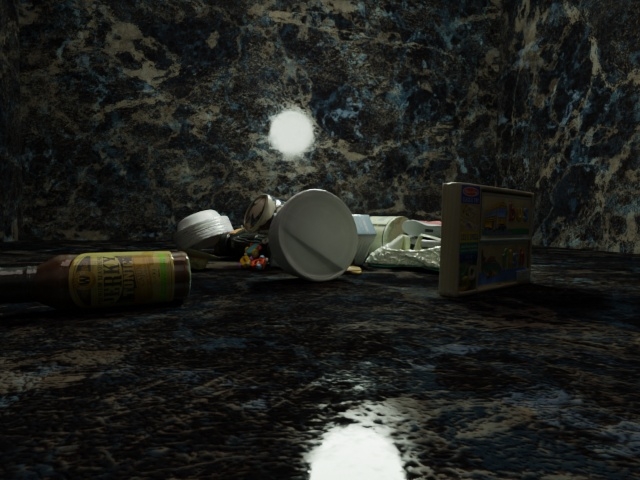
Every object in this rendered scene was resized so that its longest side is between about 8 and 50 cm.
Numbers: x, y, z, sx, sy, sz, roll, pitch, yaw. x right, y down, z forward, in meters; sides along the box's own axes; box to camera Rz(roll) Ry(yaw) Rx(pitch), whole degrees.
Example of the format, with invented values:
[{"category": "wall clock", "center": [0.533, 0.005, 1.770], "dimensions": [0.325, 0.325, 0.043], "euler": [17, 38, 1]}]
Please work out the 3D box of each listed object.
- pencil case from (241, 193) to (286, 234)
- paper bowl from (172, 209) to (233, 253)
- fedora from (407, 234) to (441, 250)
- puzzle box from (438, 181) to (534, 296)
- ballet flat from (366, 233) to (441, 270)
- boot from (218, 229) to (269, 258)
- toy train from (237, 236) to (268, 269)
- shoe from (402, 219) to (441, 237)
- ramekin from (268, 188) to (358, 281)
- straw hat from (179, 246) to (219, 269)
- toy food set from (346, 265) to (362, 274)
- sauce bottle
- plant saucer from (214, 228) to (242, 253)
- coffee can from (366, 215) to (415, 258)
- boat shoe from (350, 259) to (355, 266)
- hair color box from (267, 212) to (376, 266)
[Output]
[{"category": "pencil case", "center": [-0.121, -0.049, 1.649], "dimensions": [0.410, 0.183, 0.160], "euler": [22, 1, -39]}, {"category": "paper bowl", "center": [-0.585, -0.050, 1.994], "dimensions": [0.284, 0.148, 0.284], "euler": [-25, -2, -1]}, {"category": "fedora", "center": [0.471, 0.040, 1.628], "dimensions": [0.244, 0.124, 0.275], "euler": [-1, 10, -2]}, {"category": "puzzle box", "center": [0.455, -0.006, 1.077], "dimensions": [0.409, 0.272, 0.052], "euler": [-2, 4, -40]}, {"category": "ballet flat", "center": [0.351, 0.042, 1.494], "dimensions": [0.409, 0.147, 0.147], "euler": [2, 3, 44]}, {"category": "boot", "center": [-0.272, 0.017, 1.848], "dimensions": [0.260, 0.131, 0.348], "euler": [-1, 7, 16]}, {"category": "toy train", "center": [-0.226, 0.062, 1.451], "dimensions": [0.125, 0.046, 0.166], "euler": [-16, 33, 16]}, {"category": "shoe", "center": [0.419, -0.048, 1.608], "dimensions": [0.178, 0.063, 0.081], "euler": [8, 12, 22]}, {"category": "ramekin", "center": [-0.032, -0.007, 1.207], "dimensions": [0.273, 0.272, 0.127], "euler": [-1, -9, -32]}, {"category": "straw hat", "center": [-0.425, 0.070, 1.403], "dimensions": [0.145, 0.061, 0.144], "euler": [14, -8, 2]}, {"category": "toy food set", "center": [0.098, 0.100, 1.361], "dimensions": [0.083, 0.020, 0.082], "euler": [1, 2, 10]}, {"category": "sauce bottle", "center": [-0.430, 0.079, 0.771], "dimensions": [0.344, 0.111, 0.111], "euler": [-3, 4, -31]}, {"category": "plant saucer", "center": [-0.448, -0.001, 2.019], "dimensions": [0.200, 0.037, 0.200], "euler": [-35, -5, -3]}, {"category": "coffee can", "center": [0.254, -0.009, 1.804], "dimensions": [0.202, 0.201, 0.275], "euler": [-1, 4, -38]}, {"category": "boat shoe", "center": [0.036, 0.069, 1.462], "dimensions": [0.207, 0.073, 0.073], "euler": [-3, 8, -37]}, {"category": "hair color box", "center": [0.000, 0.000, 1.529], "dimensions": [0.375, 0.185, 0.113], "euler": [0, 48, -18]}]
